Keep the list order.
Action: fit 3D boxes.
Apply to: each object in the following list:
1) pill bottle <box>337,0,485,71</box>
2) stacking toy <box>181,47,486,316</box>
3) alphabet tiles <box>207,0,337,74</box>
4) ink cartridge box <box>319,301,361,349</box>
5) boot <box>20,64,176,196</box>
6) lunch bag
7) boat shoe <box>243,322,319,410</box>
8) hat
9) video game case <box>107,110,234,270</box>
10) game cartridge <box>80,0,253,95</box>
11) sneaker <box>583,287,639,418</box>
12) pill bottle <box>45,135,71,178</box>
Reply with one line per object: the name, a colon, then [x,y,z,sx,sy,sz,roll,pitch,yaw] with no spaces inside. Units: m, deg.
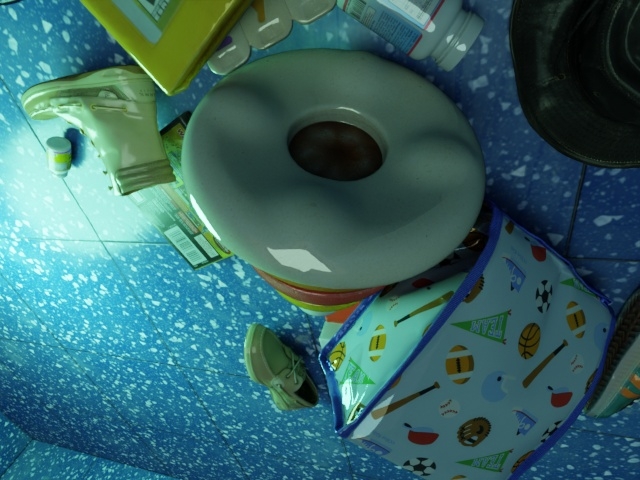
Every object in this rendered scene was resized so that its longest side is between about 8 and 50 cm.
pill bottle: [0.105,-0.272,0.472,0.160,0.087,0.087,32,131,-7]
stacking toy: [0.000,0.000,0.634,0.350,0.351,0.480,18,147,6]
alphabet tiles: [-0.107,-0.350,0.450,0.283,0.021,0.278,-24,96,15]
ink cartridge box: [0.132,0.212,0.875,0.274,0.060,0.239,3,129,19]
boot: [-0.380,-0.174,0.699,0.261,0.095,0.204,-5,108,17]
lunch bag: [0.240,0.166,0.649,0.327,0.239,0.386,33,102,-20]
boat shoe: [-0.088,0.319,1.012,0.110,0.122,0.341,-4,136,18]
hat: [0.363,-0.197,0.407,0.330,0.134,0.332,10,129,12]
video game case: [-0.254,-0.077,0.800,0.248,0.035,0.275,-20,117,32]
game cartridge: [-0.180,-0.351,0.365,0.285,0.053,0.324,-35,107,33]
sneaker: [0.551,0.216,0.687,0.120,0.108,0.303,13,129,16]
pill bottle: [-0.534,-0.168,0.825,0.043,0.043,0.083,29,132,-4]
